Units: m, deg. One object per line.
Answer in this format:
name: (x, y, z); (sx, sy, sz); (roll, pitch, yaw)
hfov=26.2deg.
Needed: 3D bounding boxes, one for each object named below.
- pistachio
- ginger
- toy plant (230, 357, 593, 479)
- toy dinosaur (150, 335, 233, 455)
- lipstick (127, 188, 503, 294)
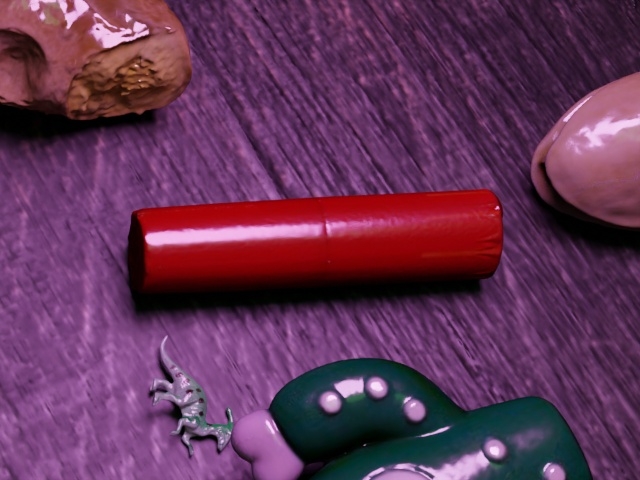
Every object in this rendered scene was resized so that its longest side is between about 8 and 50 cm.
pistachio: (0.279, -0.073, 1.111); (0.226, 0.136, 0.135); (-8, 65, -12)
ginger: (-0.217, -0.212, 1.050); (0.219, 0.123, 0.270); (-9, 56, -23)
toy plant: (0.061, 0.194, 0.904); (0.243, 0.112, 0.232); (2, 77, -9)
toy dinosaur: (-0.088, 0.110, 0.969); (0.062, 0.021, 0.083); (14, 64, -16)
lipstick: (0.000, 0.001, 1.022); (0.280, 0.073, 0.073); (-2, 64, -17)
